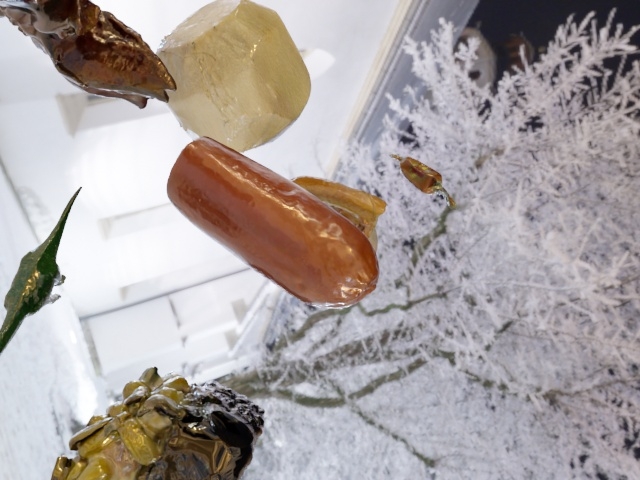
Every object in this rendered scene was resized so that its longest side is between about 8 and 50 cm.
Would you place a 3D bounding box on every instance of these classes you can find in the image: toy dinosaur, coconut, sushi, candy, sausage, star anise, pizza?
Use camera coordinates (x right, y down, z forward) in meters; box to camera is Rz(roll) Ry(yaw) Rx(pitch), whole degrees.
[{"bbox_3d":[-0.577,0.092,1.217,0.301,0.087,0.447,174,-68,-83],"label":"toy dinosaur"},{"bbox_3d":[-0.144,-0.261,1.065,0.247,0.245,0.245,58,-7,-36],"label":"coconut"},{"bbox_3d":[-0.280,0.380,1.122,0.328,0.285,0.329,-61,179,16],"label":"sushi"},{"bbox_3d":[0.200,-0.126,1.226,0.182,0.053,0.046,45,-58,30],"label":"candy"},{"bbox_3d":[-0.050,-0.015,0.689,0.259,0.113,0.113,33,-35,21],"label":"sausage"},{"bbox_3d":[-0.246,-0.215,0.560,0.288,0.088,0.288,43,-3,3],"label":"star anise"},{"bbox_3d":[0.003,-0.047,1.021,0.271,0.056,0.134,16,-41,38],"label":"pizza"}]

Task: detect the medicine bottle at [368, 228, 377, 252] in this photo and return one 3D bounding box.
[{"bbox_3d":[0.000,0.000,1.393,0.237,0.139,0.139,8,-63,41],"label":"medicine bottle"}]
